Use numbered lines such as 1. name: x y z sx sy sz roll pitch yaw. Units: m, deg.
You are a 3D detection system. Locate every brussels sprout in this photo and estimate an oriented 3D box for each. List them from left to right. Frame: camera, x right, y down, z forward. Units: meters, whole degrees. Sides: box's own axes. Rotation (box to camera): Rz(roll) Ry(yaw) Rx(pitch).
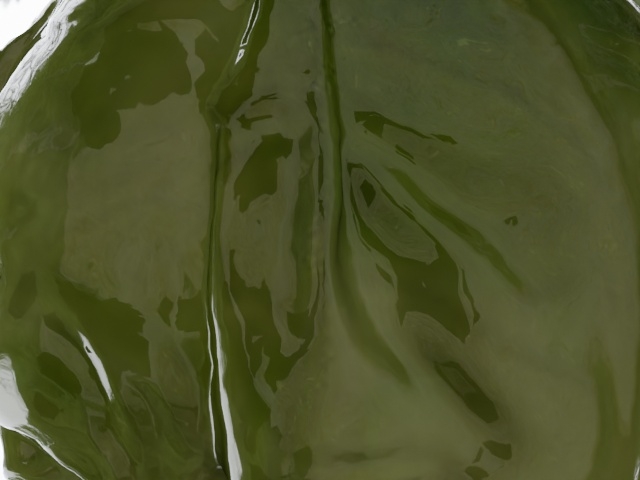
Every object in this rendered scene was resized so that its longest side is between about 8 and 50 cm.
1. brussels sprout: -0.001 -0.016 0.811 0.425 0.342 0.361 14 -76 23
